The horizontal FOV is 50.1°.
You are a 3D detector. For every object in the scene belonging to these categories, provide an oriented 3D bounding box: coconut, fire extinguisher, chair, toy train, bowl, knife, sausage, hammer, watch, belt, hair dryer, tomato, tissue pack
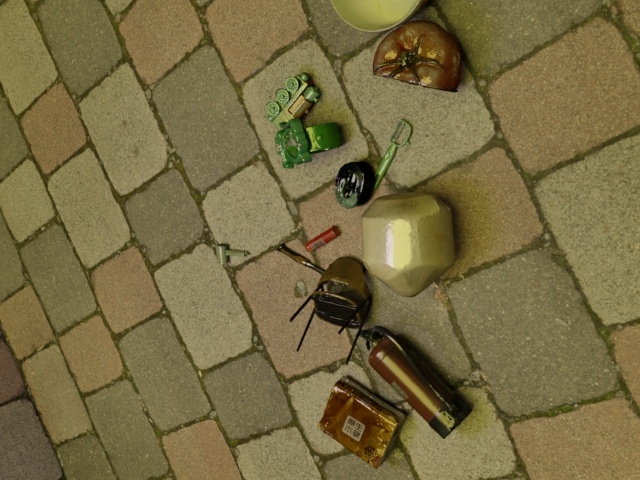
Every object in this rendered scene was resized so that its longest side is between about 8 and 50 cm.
[{"bbox_3d":[0.223,0.011,1.725,0.238,0.237,0.265,5,103,32],"label":"coconut"},{"bbox_3d":[0.247,0.346,1.845,0.376,0.113,0.200,43,139,18],"label":"fire extinguisher"},{"bbox_3d":[0.042,0.190,1.915,0.159,0.247,0.172,12,135,24],"label":"chair"},{"bbox_3d":[-0.072,-0.383,1.928,0.118,0.074,0.176,47,117,4],"label":"toy train"},{"bbox_3d":[0.164,-0.648,1.668,0.277,0.145,0.276,8,105,33],"label":"bowl"},{"bbox_3d":[0.189,-0.220,1.826,0.054,0.015,0.212,37,117,19],"label":"knife"},{"bbox_3d":[0.000,0.000,1.986,0.129,0.034,0.034,-32,83,34],"label":"sausage"},{"bbox_3d":[-0.048,0.068,2.039,0.201,0.021,0.078,28,115,25],"label":"hammer"},{"bbox_3d":[-0.029,-0.280,1.881,0.165,0.152,0.131,-10,97,63],"label":"watch"},{"bbox_3d":[0.090,-0.152,1.870,0.105,0.058,0.140,32,120,35],"label":"belt"},{"bbox_3d":[-0.276,0.045,2.176,0.124,0.038,0.063,3,104,25],"label":"hair dryer"},{"bbox_3d":[0.242,-0.449,1.649,0.214,0.181,0.155,18,103,25],"label":"tomato"},{"bbox_3d":[0.117,0.527,1.996,0.226,0.092,0.183,29,114,22],"label":"tissue pack"}]
